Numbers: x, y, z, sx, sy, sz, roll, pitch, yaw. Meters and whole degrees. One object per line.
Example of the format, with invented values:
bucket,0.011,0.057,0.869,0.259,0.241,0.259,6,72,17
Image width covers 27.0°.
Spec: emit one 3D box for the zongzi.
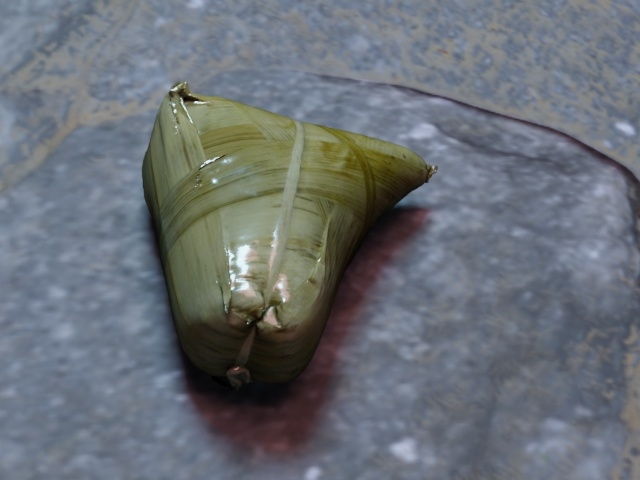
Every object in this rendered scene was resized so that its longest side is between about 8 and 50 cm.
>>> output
zongzi,0.000,0.000,0.779,0.197,0.099,0.194,7,45,-22
